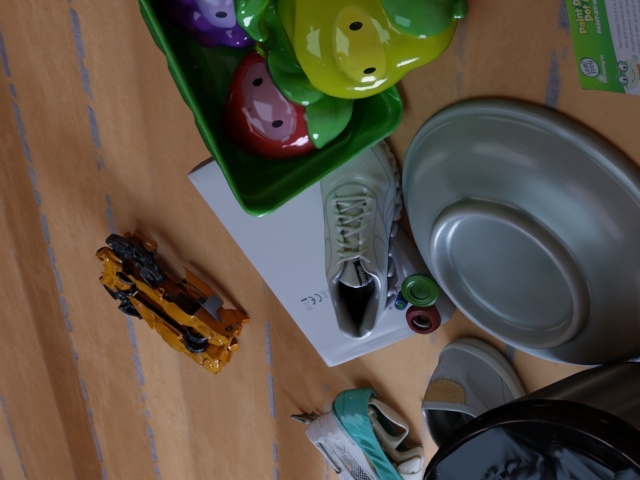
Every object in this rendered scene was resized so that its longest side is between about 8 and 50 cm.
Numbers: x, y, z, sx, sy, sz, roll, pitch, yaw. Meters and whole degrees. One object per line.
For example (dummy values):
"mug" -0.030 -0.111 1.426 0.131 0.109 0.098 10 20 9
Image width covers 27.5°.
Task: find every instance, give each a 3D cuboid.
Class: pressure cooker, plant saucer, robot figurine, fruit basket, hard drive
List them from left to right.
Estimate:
"robot figurine" -0.263 0.098 2.246 0.291 0.085 0.211 39 147 9
"fruit basket" -0.028 -0.231 1.477 0.392 0.283 0.392 48 162 22
"hard drive" 0.000 0.000 1.820 0.233 0.047 0.353 -25 108 38
"plant saucer" 0.244 0.021 1.574 0.401 0.100 0.400 29 144 23
"pressure cooker" 0.344 0.323 1.494 0.370 0.420 0.375 10 100 32

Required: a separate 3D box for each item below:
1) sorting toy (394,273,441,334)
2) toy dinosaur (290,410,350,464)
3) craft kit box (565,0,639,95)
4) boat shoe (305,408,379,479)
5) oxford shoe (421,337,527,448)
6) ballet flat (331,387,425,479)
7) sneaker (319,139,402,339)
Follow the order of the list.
"sorting toy" 0.133 0.077 1.746 0.061 0.042 0.102 6 126 15
"toy dinosaur" 0.027 0.348 2.244 0.183 0.053 0.092 46 164 13
"craft kit box" 0.341 -0.241 1.215 0.247 0.061 0.249 13 136 36
"boat shoe" 0.071 0.402 2.168 0.096 0.098 0.277 -30 97 15
"oxford shoe" 0.271 0.344 1.877 0.169 0.130 0.449 -4 124 48
"ballet flat" 0.115 0.334 2.089 0.087 0.083 0.247 -26 108 30
"sneaker" 0.049 -0.009 1.686 0.110 0.118 0.292 -2 111 12
